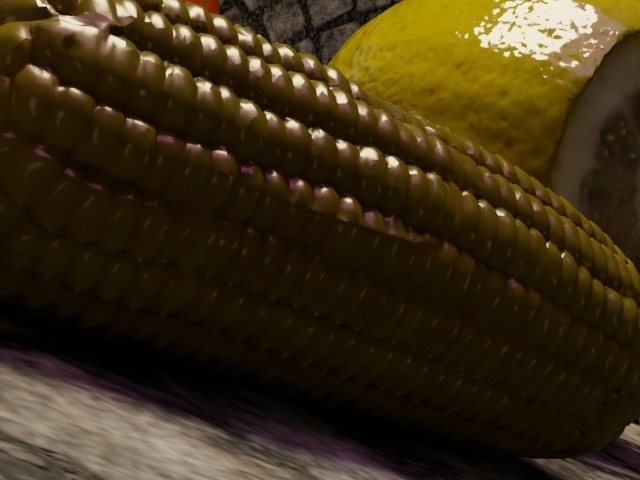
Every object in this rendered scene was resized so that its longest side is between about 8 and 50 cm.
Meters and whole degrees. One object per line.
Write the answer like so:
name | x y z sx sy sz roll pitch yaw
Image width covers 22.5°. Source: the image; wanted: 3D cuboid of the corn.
corn | 0.000 0.000 0.624 0.344 0.131 0.131 21 4 -35

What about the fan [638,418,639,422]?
fan | 0.308 0.127 1.075 0.244 0.074 0.130 20 4 -45

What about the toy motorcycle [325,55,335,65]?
toy motorcycle | 0.135 -0.016 1.150 0.410 0.169 0.237 25 12 -21

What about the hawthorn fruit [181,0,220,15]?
hawthorn fruit | -0.214 -0.239 1.504 0.276 0.308 0.276 15 16 -4

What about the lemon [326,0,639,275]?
lemon | 0.097 -0.034 0.897 0.219 0.241 0.240 12 -5 42
